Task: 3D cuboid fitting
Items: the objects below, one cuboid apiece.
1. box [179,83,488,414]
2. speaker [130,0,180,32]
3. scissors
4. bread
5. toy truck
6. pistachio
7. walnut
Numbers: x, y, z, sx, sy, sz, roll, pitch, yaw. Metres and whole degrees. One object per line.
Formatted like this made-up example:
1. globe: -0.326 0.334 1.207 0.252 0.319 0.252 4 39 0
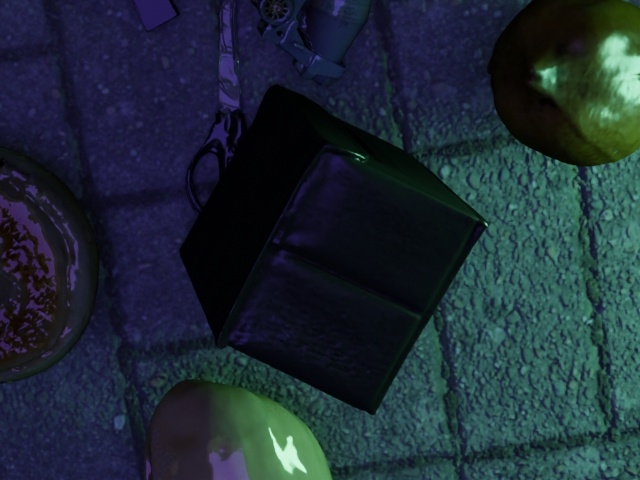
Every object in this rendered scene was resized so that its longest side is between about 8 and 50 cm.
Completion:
1. box: -0.001 -0.001 1.620 0.204 0.345 0.251 26 100 -17
2. speaker: -0.233 -0.345 1.708 0.046 0.040 0.191 -28 100 4
3. scissors: -0.111 -0.169 1.753 0.109 0.022 0.300 0 103 -3
4. bread: -0.407 0.023 1.727 0.305 0.159 0.306 1 104 3
5. toy truck: 0.015 -0.320 1.682 0.140 0.108 0.257 27 103 -18
6. pistachio: -0.101 0.306 1.744 0.229 0.230 0.309 -18 99 4
7. walnut: 0.285 -0.184 1.597 0.209 0.336 0.209 2 96 23
